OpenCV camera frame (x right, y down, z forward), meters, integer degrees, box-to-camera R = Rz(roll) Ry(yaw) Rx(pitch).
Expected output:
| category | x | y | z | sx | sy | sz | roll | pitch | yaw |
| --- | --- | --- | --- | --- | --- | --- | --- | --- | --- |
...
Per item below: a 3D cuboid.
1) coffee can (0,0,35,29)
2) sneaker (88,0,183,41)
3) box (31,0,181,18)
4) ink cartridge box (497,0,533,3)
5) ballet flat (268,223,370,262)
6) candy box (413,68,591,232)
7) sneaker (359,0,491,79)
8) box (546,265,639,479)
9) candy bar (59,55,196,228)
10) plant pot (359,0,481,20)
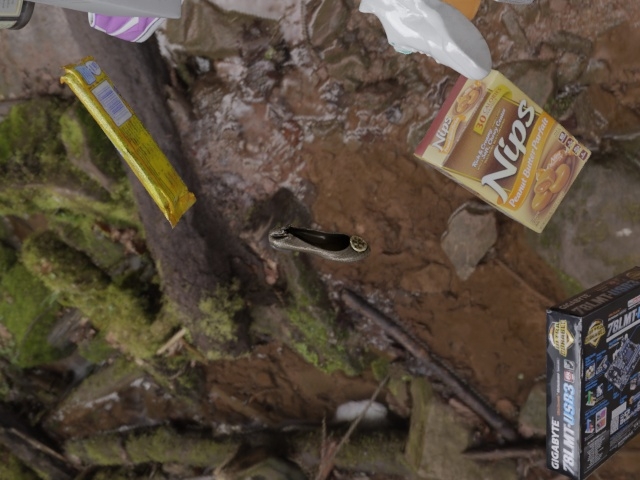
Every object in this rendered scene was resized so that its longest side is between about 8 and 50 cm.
| category | x | y | z | sx | sy | sz | roll | pitch | yaw |
| --- | --- | --- | --- | --- | --- | --- | --- | --- | --- |
| coffee can | -0.655 | -0.455 | 1.120 | 0.201 | 0.275 | 0.201 | 15 | 114 | 39 |
| sneaker | -0.389 | -0.523 | 1.405 | 0.282 | 0.161 | 0.102 | -35 | 64 | 38 |
| box | -0.195 | -0.250 | 0.518 | 0.091 | 0.170 | 0.130 | 12 | 103 | 31 |
| ink cartridge box | 0.183 | -0.426 | 0.848 | 0.233 | 0.168 | 0.171 | 33 | 120 | 19 |
| ballet flat | 0.000 | 0.000 | 1.605 | 0.250 | 0.084 | 0.058 | 9 | 128 | -4 |
| candy box | 0.336 | -0.158 | 1.213 | 0.316 | 0.087 | 0.183 | 25 | 98 | -37 |
| sneaker | 0.146 | -0.290 | 0.949 | 0.212 | 0.080 | 0.094 | 44 | 135 | 3 |
| box | 0.501 | 0.221 | 1.169 | 0.073 | 0.295 | 0.293 | 11 | 111 | 49 |
| candy bar | -0.160 | -0.085 | 0.573 | 0.018 | 0.040 | 0.161 | -11 | 123 | 41 |
| plant pot | 0.165 | -0.534 | 1.193 | 0.203 | 0.291 | 0.291 | -2 | 128 | -3 |
